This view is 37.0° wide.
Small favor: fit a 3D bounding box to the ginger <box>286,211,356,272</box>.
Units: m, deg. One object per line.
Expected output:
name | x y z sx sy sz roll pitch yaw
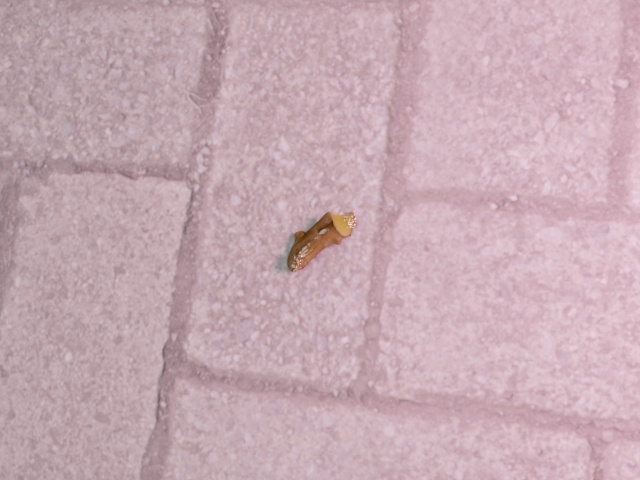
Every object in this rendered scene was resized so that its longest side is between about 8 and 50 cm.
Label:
ginger | -0.002 -0.004 1.552 0.137 0.044 0.057 -37 93 6
